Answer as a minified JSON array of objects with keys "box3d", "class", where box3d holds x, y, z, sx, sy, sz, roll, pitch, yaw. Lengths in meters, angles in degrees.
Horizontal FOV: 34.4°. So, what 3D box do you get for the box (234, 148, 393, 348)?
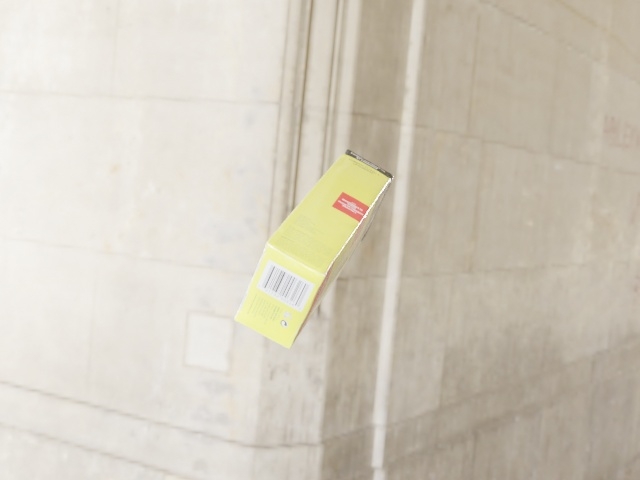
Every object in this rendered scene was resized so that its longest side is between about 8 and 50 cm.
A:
[{"box3d":[0.000,0.000,0.935,0.058,0.087,0.232,28,29,6],"class":"box"}]
